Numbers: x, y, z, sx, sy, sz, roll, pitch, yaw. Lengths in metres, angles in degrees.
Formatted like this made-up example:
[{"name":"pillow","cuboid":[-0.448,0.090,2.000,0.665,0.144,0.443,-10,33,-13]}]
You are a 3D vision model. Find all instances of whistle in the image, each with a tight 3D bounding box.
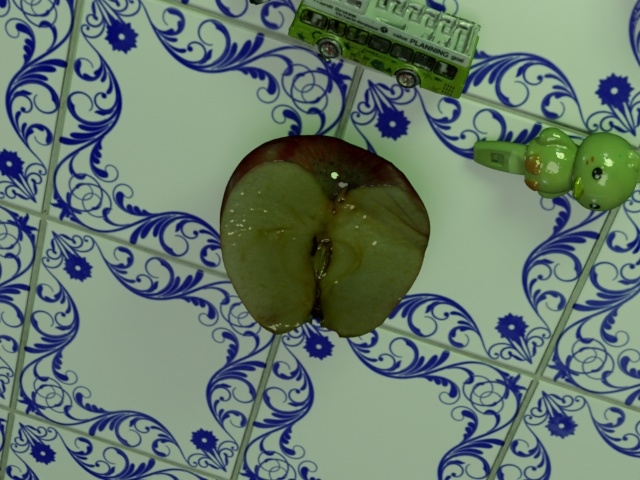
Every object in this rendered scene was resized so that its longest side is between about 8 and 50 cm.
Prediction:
[{"name":"whistle","cuboid":[0.402,-0.117,1.929,0.294,0.141,0.141,1,118,12]}]

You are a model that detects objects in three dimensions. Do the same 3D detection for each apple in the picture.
[{"name":"apple","cuboid":[0.000,0.000,1.990,0.329,0.295,0.365,27,126,30]}]

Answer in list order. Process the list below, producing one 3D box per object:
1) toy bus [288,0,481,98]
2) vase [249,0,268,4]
[{"name":"toy bus","cuboid":[0.109,-0.345,1.860,0.302,0.113,0.139,21,138,-1]},{"name":"vase","cuboid":[-0.118,-0.473,1.879,0.059,0.059,0.167,-14,115,18]}]
